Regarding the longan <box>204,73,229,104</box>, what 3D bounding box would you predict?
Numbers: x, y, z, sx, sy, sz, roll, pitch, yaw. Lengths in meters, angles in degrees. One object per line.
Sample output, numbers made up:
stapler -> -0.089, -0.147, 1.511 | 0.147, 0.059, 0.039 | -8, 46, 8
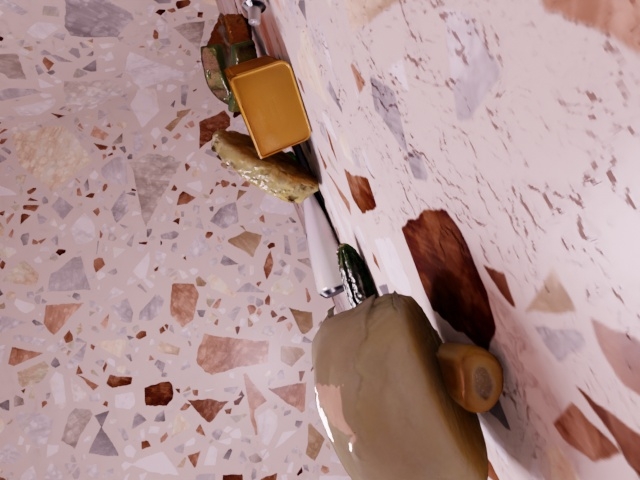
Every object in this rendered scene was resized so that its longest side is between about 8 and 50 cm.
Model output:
longan -> -0.326, -0.625, 1.640 | 0.248, 0.248, 0.248 | 158, 90, -86

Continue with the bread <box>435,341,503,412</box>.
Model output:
bread -> 0.154, 0.139, 0.444 | 0.103, 0.049, 0.062 | 82, -173, -79

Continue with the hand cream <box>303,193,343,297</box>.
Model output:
hand cream -> 0.000, 0.000, 1.351 | 0.185, 0.118, 0.358 | 78, 174, -73

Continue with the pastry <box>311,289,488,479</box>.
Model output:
pastry -> 0.096, 0.185, 0.514 | 0.265, 0.133, 0.265 | 46, -153, -32

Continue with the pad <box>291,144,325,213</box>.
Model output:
pad -> -0.050, -0.238, 1.440 | 0.247, 0.007, 0.367 | 80, 168, -72

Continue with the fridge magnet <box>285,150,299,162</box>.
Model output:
fridge magnet -> -0.111, -0.241, 1.557 | 0.208, 0.088, 0.208 | 159, 90, -85

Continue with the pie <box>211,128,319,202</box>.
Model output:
pie -> -0.148, -0.208, 1.187 | 0.339, 0.083, 0.339 | 27, -164, -9

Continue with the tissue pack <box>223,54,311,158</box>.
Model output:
tissue pack -> -0.136, -0.345, 1.073 | 0.274, 0.145, 0.194 | -118, 9, -60

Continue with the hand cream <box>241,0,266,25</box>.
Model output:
hand cream -> -0.164, -0.579, 0.911 | 0.084, 0.050, 0.257 | 106, 148, -80

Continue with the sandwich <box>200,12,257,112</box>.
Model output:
sandwich -> -0.294, -0.588, 1.343 | 0.250, 0.162, 0.301 | 125, 137, -61

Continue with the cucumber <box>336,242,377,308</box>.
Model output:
cucumber -> 0.098, 0.129, 1.002 | 0.077, 0.077, 0.265 | 176, 74, -86
